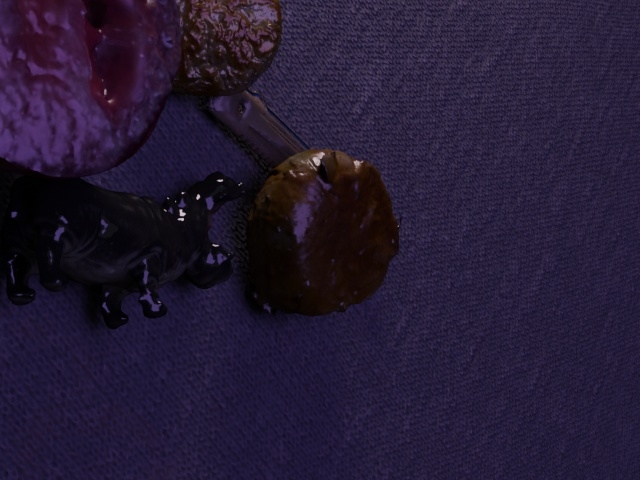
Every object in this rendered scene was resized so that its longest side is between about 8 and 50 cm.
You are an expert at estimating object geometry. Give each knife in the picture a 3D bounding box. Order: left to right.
[{"bbox_3d":[-0.025,-0.101,1.645,0.365,0.043,0.089,39,56,-34],"label":"knife"}]

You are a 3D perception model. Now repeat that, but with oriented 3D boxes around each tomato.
[{"bbox_3d":[-0.318,-0.195,1.232,0.335,0.176,0.290,18,68,-39],"label":"tomato"}]

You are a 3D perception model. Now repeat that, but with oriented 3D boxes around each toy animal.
[{"bbox_3d":[-0.202,0.007,1.381,0.343,0.106,0.168,-1,77,-54],"label":"toy animal"}]

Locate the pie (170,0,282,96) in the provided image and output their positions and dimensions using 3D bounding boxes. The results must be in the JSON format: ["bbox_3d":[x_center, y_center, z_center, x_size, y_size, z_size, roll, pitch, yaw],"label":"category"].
[{"bbox_3d":[-0.139,-0.271,1.506,0.178,0.084,0.205,-9,88,-22],"label":"pie"}]

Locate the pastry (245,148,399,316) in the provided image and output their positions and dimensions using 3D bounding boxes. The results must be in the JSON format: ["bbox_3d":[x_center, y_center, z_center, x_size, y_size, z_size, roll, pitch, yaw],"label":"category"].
[{"bbox_3d":[0.000,0.000,1.585,0.229,0.100,0.218,-56,127,-26],"label":"pastry"}]
